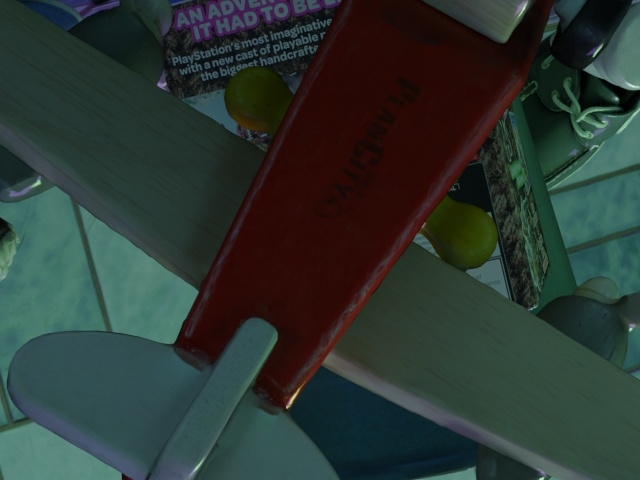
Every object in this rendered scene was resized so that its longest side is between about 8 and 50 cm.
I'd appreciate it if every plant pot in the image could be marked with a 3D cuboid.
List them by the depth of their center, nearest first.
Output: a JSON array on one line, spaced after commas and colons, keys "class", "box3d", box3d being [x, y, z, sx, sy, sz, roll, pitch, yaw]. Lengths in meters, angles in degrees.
[{"class": "plant pot", "box3d": [0.076, 0.012, 1.260, 0.341, 0.334, 0.341, -12, -176, 1]}]

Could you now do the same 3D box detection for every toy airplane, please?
[{"class": "toy airplane", "box3d": [0.000, 0.000, 0.778, 0.384, 0.386, 0.272, -14, 174, -7]}]

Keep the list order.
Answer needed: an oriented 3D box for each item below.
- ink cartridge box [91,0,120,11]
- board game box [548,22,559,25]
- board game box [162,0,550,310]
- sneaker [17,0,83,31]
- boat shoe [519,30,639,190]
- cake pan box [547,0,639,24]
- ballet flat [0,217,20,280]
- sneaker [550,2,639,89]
[{"class": "ink cartridge box", "box3d": [-0.093, -0.188, 1.174, 0.181, 0.062, 0.104, -15, -173, -1]}, {"class": "board game box", "box3d": [0.147, -0.193, 1.186, 0.213, 0.046, 0.317, -16, -175, -40]}, {"class": "board game box", "box3d": [0.020, -0.080, 1.019, 0.232, 0.291, 0.141, -12, -172, 15]}, {"class": "sneaker", "box3d": [-0.244, -0.108, 0.882, 0.211, 0.080, 0.081, -18, -169, -24]}, {"class": "boat shoe", "box3d": [0.250, -0.152, 1.306, 0.319, 0.116, 0.099, -47, 179, 24]}, {"class": "cake pan box", "box3d": [0.262, -0.219, 0.871, 0.267, 0.070, 0.246, -29, -166, -23]}, {"class": "ballet flat", "box3d": [-0.283, 0.024, 0.919, 0.147, 0.147, 0.409, -16, -164, -19]}, {"class": "sneaker", "box3d": [0.257, -0.174, 0.986, 0.212, 0.080, 0.094, -24, -155, -23]}]
